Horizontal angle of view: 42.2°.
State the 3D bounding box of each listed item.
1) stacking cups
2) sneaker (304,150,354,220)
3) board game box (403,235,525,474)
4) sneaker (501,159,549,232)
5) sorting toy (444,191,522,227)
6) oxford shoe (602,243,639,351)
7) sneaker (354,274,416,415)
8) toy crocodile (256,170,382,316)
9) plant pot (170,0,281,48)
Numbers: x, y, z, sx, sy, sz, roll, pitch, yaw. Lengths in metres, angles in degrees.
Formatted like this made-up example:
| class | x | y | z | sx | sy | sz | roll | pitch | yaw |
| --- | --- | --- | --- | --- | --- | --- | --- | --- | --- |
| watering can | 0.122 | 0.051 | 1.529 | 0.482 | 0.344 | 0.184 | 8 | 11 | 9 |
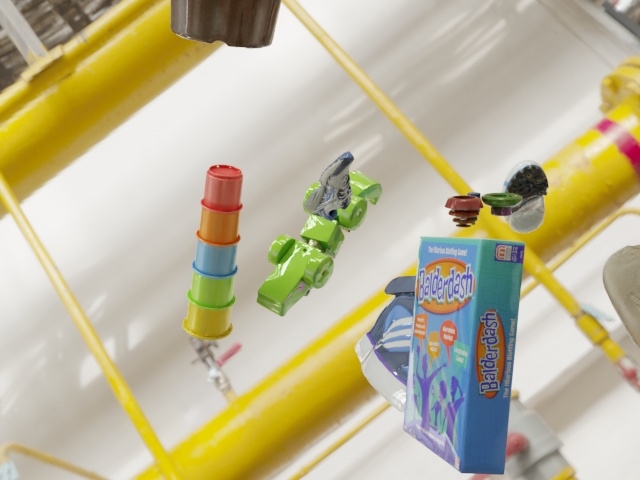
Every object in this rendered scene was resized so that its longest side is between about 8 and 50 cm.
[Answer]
| class | x | y | z | sx | sy | sz | roll | pitch | yaw |
| --- | --- | --- | --- | --- | --- | --- | --- | --- | --- |
| stacking cups | -0.182 | 0.019 | 1.487 | 0.096 | 0.096 | 0.316 | -10 | -60 | -42 |
| sneaker | 0.028 | -0.079 | 1.246 | 0.052 | 0.058 | 0.135 | -45 | -9 | -40 |
| board game box | 0.135 | 0.102 | 0.810 | 0.047 | 0.210 | 0.160 | 6 | -1 | -13 |
| sneaker | 0.351 | -0.087 | 1.456 | 0.085 | 0.086 | 0.237 | -18 | -23 | 6 |
| sorting toy | 0.204 | -0.037 | 1.053 | 0.102 | 0.061 | 0.042 | -4 | -78 | -13 |
| oxford shoe | 0.335 | 0.057 | 0.498 | 0.348 | 0.130 | 0.123 | 16 | -72 | -17 |
| sneaker | 0.175 | 0.124 | 1.121 | 0.236 | 0.130 | 0.323 | -45 | 14 | 1 |
| toy crocodile | 0.000 | 0.000 | 1.570 | 0.340 | 0.115 | 0.105 | -57 | -31 | -21 |
| plant pot | -0.109 | -0.321 | 0.978 | 0.167 | 0.167 | 0.165 | -11 | -59 | -42 |
